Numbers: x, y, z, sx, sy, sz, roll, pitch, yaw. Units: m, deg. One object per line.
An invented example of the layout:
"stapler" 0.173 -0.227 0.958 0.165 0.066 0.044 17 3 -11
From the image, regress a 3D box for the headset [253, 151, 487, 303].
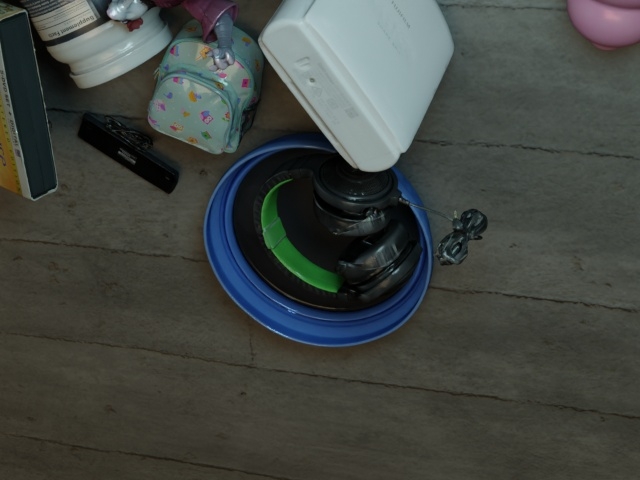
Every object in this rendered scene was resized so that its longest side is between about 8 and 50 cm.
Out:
"headset" 0.062 -0.007 1.721 0.394 0.185 0.243 -4 121 33

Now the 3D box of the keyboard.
"keyboard" -0.319 -0.160 1.939 0.192 0.038 0.100 32 148 -5

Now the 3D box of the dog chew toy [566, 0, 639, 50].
"dog chew toy" 0.403 -0.394 1.461 0.206 0.207 0.332 13 133 9

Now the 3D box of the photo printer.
"photo printer" 0.065 -0.282 1.562 0.107 0.307 0.256 -17 122 39

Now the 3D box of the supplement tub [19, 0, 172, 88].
"supplement tub" -0.358 -0.387 1.702 0.191 0.191 0.272 -16 115 26

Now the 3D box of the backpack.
"backpack" -0.176 -0.240 1.766 0.165 0.144 0.188 23 124 3

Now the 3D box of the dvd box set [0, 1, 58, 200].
"dvd box set" -0.600 -0.263 1.835 0.420 0.062 0.308 23 130 33

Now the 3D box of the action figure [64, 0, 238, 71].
"action figure" -0.179 -0.389 1.501 0.248 0.276 0.370 32 149 -32

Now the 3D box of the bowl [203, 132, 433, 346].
"bowl" 0.000 0.000 1.904 0.391 0.077 0.391 8 123 13
